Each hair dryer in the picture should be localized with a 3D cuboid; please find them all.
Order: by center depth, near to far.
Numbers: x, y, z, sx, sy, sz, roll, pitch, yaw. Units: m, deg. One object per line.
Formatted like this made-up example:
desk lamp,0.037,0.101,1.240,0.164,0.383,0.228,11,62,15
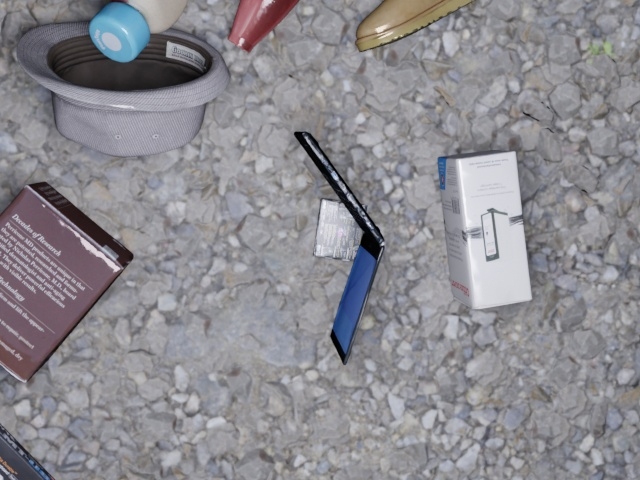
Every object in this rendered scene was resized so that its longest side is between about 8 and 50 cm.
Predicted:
hair dryer,-0.089,-0.390,1.708,0.224,0.080,0.293,-17,126,-29

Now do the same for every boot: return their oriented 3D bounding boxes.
boot,0.098,-0.420,1.762,0.236,0.089,0.269,-29,96,-12

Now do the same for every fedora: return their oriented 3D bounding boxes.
fedora,-0.260,-0.192,1.707,0.276,0.243,0.124,-3,124,-16

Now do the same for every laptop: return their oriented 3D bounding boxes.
laptop,0.000,0.000,1.689,0.137,0.234,0.264,-36,96,-1

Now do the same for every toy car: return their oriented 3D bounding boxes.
toy car,-0.287,-0.386,1.661,0.238,0.210,0.219,22,55,16

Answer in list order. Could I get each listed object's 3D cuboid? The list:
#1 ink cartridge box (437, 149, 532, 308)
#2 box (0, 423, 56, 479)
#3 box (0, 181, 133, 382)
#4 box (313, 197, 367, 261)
ink cartridge box,0.222,-0.018,1.765,0.086,0.148,0.203,-8,96,-5
box,-0.493,0.406,1.749,0.293,0.073,0.295,-42,109,-7
box,-0.381,0.051,1.719,0.167,0.168,0.203,40,90,-5
box,0.028,-0.014,1.817,0.067,0.018,0.083,7,94,-4
